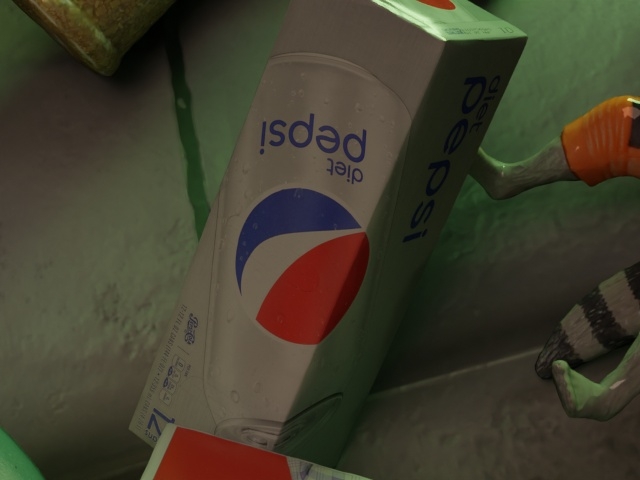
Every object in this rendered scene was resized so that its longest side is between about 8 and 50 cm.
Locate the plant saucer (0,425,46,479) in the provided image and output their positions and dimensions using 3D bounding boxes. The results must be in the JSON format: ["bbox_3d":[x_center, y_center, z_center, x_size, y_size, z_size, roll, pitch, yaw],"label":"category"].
[{"bbox_3d":[-0.251,0.202,0.726,0.317,0.043,0.318,4,80,-24],"label":"plant saucer"}]

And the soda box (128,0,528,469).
[{"bbox_3d":[0.000,0.000,0.840,0.091,0.098,0.286,33,113,24],"label":"soda box"}]

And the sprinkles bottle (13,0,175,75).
[{"bbox_3d":[-0.062,-0.271,1.026,0.355,0.121,0.121,-47,64,-4],"label":"sprinkles bottle"}]

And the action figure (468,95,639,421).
[{"bbox_3d":[0.246,-0.061,0.865,0.330,0.179,0.341,-20,35,2],"label":"action figure"}]

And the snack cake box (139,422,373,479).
[{"bbox_3d":[0.023,0.199,0.758,0.264,0.089,0.152,16,37,5],"label":"snack cake box"}]
